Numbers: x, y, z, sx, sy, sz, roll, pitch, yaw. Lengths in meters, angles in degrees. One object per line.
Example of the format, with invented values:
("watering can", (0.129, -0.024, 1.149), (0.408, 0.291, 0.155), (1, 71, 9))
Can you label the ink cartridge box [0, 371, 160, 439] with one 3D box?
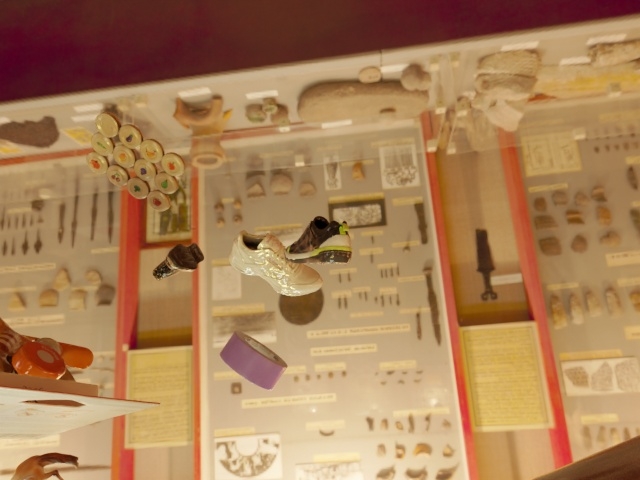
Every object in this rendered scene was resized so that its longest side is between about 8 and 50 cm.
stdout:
("ink cartridge box", (-0.379, 0.189, 0.594), (0.239, 0.060, 0.275), (-21, 152, 17))

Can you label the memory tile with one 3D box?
("memory tile", (-0.284, -0.118, 0.748), (0.148, 0.012, 0.113), (32, 123, -5))

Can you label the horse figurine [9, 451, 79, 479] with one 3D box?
("horse figurine", (-0.767, 0.649, 1.301), (0.174, 0.263, 0.066), (42, 179, -38))

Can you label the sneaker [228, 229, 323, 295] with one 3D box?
("sneaker", (-0.133, 0.068, 1.490), (0.305, 0.114, 0.152), (22, 132, 1))

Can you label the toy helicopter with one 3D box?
("toy helicopter", (-0.589, 0.184, 0.924), (0.140, 0.355, 0.235), (-49, 169, -2))

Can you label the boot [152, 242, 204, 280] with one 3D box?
("boot", (-0.391, 0.072, 1.270), (0.137, 0.076, 0.198), (-29, 178, 4))

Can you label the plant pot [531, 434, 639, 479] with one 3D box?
("plant pot", (0.217, 0.188, 0.290), (0.167, 0.167, 0.165), (5, 144, -31))

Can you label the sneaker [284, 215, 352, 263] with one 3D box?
("sneaker", (0.000, 0.000, 1.005), (0.084, 0.097, 0.235), (5, 175, -30))

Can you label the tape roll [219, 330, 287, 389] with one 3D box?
("tape roll", (-0.195, 0.349, 1.435), (0.189, 0.080, 0.189), (33, 174, 4))
